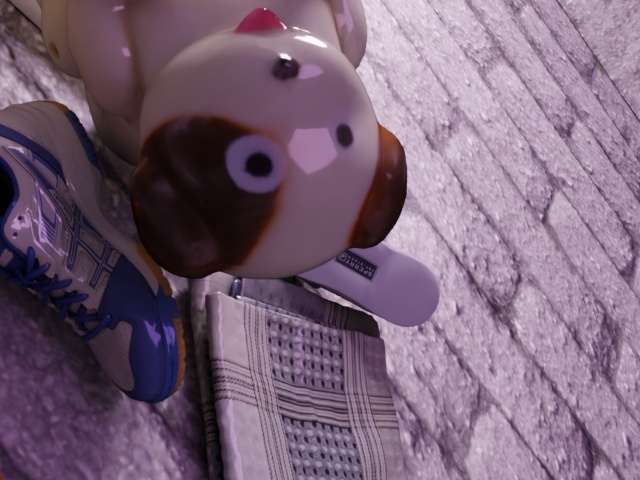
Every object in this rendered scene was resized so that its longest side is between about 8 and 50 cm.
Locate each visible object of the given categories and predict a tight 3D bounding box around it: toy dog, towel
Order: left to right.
[{"bbox_3d":[-0.100,-0.128,0.968,0.284,0.395,0.408,0,31,-27],"label":"toy dog"},{"bbox_3d":[-0.004,0.189,1.156,0.312,0.056,0.324,20,50,-46],"label":"towel"}]

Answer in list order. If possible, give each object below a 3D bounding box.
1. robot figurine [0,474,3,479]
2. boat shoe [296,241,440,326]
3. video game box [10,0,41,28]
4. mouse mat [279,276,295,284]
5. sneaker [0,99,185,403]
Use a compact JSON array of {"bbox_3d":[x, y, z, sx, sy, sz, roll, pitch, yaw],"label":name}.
[{"bbox_3d":[-0.331,0.105,0.750,0.211,0.085,0.291,-24,85,-58],"label":"robot figurine"},{"bbox_3d":[0.000,0.000,1.268,0.301,0.102,0.108,30,83,-23],"label":"boat shoe"},{"bbox_3d":[-0.242,-0.271,1.211,0.205,0.048,0.187,43,34,-26],"label":"video game box"},{"bbox_3d":[-0.080,-0.014,1.266,0.152,0.007,0.190,38,37,-31],"label":"mouse mat"},{"bbox_3d":[-0.230,0.021,0.959,0.131,0.112,0.296,-20,74,-47],"label":"sneaker"}]
